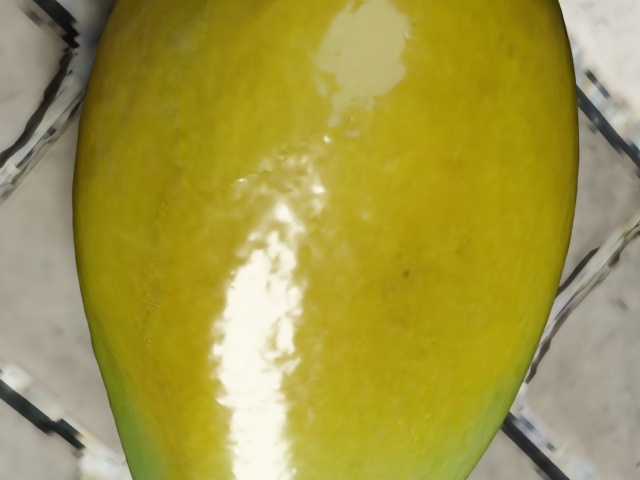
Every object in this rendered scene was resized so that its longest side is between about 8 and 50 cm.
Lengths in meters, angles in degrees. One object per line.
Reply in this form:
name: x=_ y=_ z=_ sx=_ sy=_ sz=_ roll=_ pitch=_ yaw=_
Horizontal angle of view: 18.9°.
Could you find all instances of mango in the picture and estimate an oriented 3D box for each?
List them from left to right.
mango: x=0.000 y=0.000 z=0.472 sx=0.130 sy=0.092 sz=0.194 roll=3 pitch=109 yaw=-33
